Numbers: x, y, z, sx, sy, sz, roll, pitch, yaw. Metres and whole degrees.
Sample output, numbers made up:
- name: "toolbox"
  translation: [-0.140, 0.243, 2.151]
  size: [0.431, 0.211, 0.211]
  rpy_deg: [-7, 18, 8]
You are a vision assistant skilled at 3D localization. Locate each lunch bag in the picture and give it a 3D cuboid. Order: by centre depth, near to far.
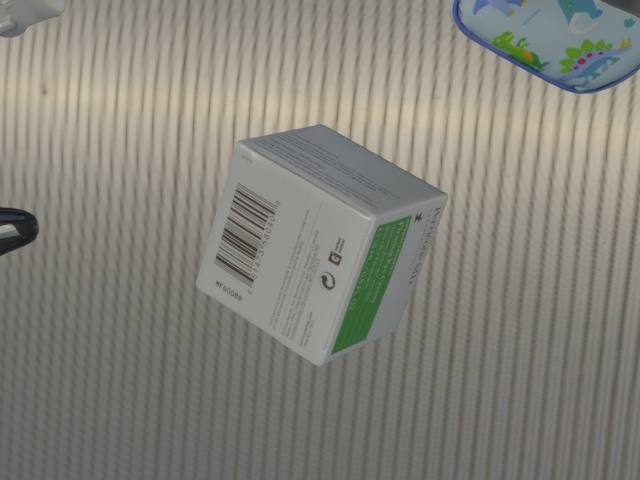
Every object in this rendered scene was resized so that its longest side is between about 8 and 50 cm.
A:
- name: "lunch bag"
  translation: [0.193, -0.211, 0.790]
  size: [0.219, 0.176, 0.090]
  rpy_deg: [-44, 40, 35]

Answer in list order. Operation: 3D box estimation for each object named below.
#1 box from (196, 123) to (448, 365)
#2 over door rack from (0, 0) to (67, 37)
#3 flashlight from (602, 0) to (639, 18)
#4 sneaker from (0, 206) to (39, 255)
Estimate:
- name: "box"
  translation: [0.000, 0.000, 0.695]
  size: [0.102, 0.087, 0.101]
  rpy_deg: [31, 117, 25]
- name: "over door rack"
  translation: [-0.311, -0.095, 0.558]
  size: [0.324, 0.239, 0.108]
  rpy_deg: [-32, 51, 18]
- name: "flashlight"
  translation: [0.089, -0.161, 0.488]
  size: [0.304, 0.103, 0.103]
  rpy_deg: [40, 120, 42]
- name: "sneaker"
  translation: [-0.398, 0.043, 1.222]
  size: [0.229, 0.086, 0.132]
  rpy_deg: [-9, 106, -8]
